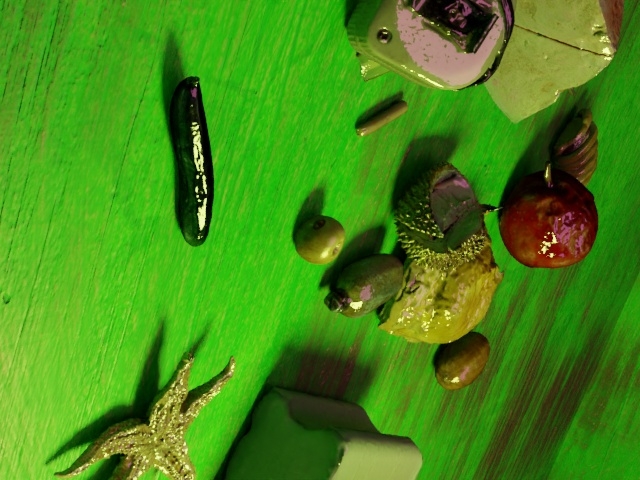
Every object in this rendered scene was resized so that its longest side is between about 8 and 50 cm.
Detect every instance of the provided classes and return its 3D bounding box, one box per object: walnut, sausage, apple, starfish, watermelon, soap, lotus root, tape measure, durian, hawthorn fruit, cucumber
[{"bbox_3d":[0.342,0.282,2.479,0.207,0.115,0.116,-41,147,-45],"label":"walnut"},{"bbox_3d":[0.104,-0.203,1.736,0.132,0.024,0.024,-35,142,-42],"label":"sausage"},{"bbox_3d":[0.000,0.000,1.696,0.084,0.071,0.084,-39,144,-35],"label":"apple"},{"bbox_3d":[-0.248,0.282,1.553,0.302,0.060,0.299,-55,146,1],"label":"starfish"},{"bbox_3d":[0.416,-0.427,1.851,0.222,0.292,0.319,-42,105,-43],"label":"watermelon"},{"bbox_3d":[-0.010,0.482,1.968,0.350,0.213,0.435,-60,151,-1],"label":"soap"},{"bbox_3d":[0.078,0.086,1.887,0.192,0.088,0.113,-25,141,-48],"label":"lotus root"},{"bbox_3d":[0.193,-0.362,1.534,0.231,0.133,0.271,23,93,-23],"label":"tape measure"},{"bbox_3d":[0.225,-0.038,1.952,0.237,0.194,0.137,-4,161,-46],"label":"durian"},{"bbox_3d":[0.508,-0.070,2.347,0.230,0.210,0.266,-34,129,-19],"label":"hawthorn fruit"},{"bbox_3d":[-0.166,-0.100,1.360,0.056,0.056,0.284,-39,147,-36],"label":"cucumber"}]

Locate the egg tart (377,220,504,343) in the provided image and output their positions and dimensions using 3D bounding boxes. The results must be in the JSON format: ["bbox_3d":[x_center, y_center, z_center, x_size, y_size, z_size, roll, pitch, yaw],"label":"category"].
[{"bbox_3d":[0.269,0.079,2.130,0.340,0.153,0.351,-61,153,-8],"label":"egg tart"}]

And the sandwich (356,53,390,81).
[{"bbox_3d":[0.123,-0.298,1.629,0.116,0.074,0.074,-52,150,-17],"label":"sandwich"}]

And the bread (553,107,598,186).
[{"bbox_3d":[0.623,-0.207,2.523,0.134,0.081,0.225,-49,150,-20],"label":"bread"}]

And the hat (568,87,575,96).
[{"bbox_3d":[0.454,-0.359,2.043,0.175,0.085,0.147,55,50,-33],"label":"hat"}]
